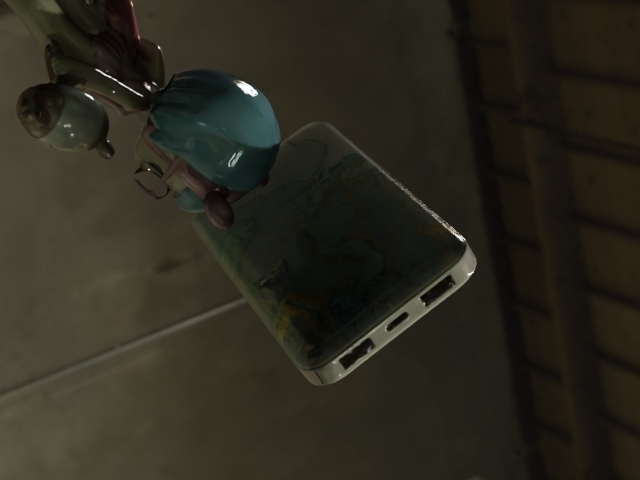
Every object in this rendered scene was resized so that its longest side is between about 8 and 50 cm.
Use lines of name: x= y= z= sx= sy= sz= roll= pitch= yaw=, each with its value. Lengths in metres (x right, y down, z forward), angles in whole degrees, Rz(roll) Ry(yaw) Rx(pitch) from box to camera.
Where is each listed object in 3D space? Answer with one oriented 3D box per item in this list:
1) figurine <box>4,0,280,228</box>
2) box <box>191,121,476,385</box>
figurine: x=-0.139 y=-0.117 z=0.983 sx=0.260 sy=0.103 sz=0.205 roll=44 pitch=17 yaw=-3
box: x=0.000 y=0.000 z=1.050 sx=0.044 sy=0.142 sz=0.285 roll=56 pitch=-5 yaw=-31
